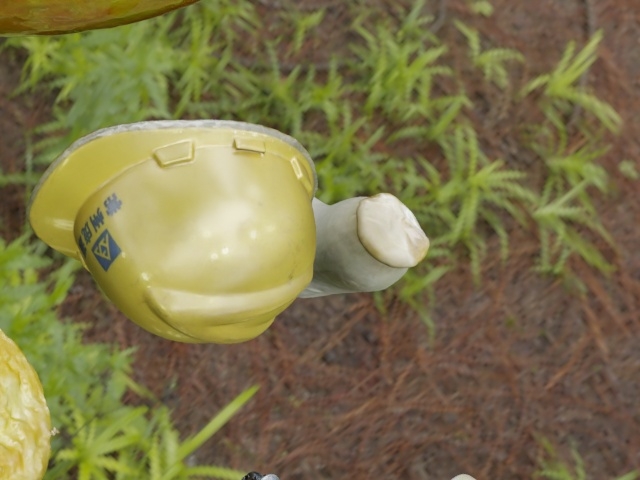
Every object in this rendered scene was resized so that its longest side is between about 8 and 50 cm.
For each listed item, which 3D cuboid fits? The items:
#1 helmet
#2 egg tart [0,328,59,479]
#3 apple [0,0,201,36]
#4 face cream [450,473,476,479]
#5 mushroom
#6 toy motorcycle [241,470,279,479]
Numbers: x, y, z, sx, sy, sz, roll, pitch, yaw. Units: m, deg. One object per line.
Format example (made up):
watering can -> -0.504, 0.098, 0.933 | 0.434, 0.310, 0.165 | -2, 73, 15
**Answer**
helmet -> -0.099, 0.014, 1.203 | 0.257, 0.205, 0.140 | 7, 48, -39
egg tart -> -0.417, 0.201, 1.572 | 0.388, 0.169, 0.388 | 40, 36, -39
apple -> -0.123, -0.259, 0.649 | 0.339, 0.339, 0.339 | 15, 55, -23
face cream -> 0.219, 0.317, 1.131 | 0.348, 0.081, 0.173 | 34, 19, 16
mushroom -> 0.002, 0.002, 1.428 | 0.097, 0.351, 0.109 | -39, 108, -23
toy motorcycle -> -0.042, 0.287, 1.294 | 0.058, 0.173, 0.100 | -14, 31, -35
